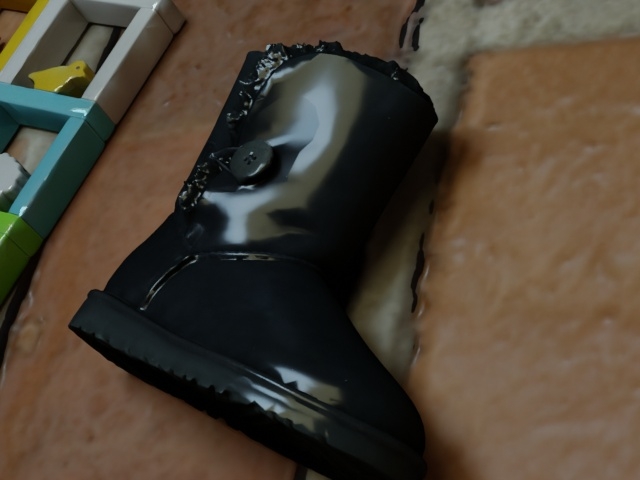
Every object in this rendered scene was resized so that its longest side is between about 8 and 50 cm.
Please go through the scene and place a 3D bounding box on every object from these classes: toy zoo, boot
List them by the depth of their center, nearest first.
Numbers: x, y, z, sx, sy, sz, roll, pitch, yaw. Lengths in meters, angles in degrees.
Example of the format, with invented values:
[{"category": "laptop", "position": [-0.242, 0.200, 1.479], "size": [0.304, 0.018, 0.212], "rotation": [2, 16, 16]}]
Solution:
[{"category": "boot", "position": [0.000, 0.000, 0.796], "size": [0.246, 0.094, 0.207], "rotation": [20, 73, 46]}, {"category": "toy zoo", "position": [-0.213, -0.088, 1.037], "size": [0.192, 0.030, 0.293], "rotation": [13, 64, 37]}]
